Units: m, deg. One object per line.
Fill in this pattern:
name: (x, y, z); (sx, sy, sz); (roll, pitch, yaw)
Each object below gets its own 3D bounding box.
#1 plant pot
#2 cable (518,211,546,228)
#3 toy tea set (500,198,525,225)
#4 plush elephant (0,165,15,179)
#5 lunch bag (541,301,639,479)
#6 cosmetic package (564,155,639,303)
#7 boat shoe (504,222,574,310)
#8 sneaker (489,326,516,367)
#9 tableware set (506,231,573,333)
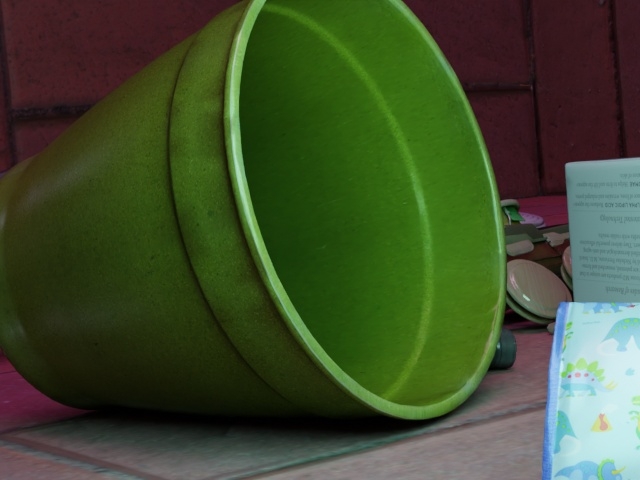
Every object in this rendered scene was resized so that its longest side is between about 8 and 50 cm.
plant pot: (-0.087, -0.002, 1.261); (0.353, 0.366, 0.366); (-17, -4, 35)
cable: (0.227, 0.006, 2.295); (0.257, 0.089, 0.257); (-8, 5, -42)
toy tea set: (0.167, 0.049, 1.864); (0.336, 0.124, 0.200); (-12, -22, -36)
plush elephant: (-0.273, 0.016, 1.818); (0.271, 0.255, 0.330); (-13, 10, 8)
lunch bag: (0.193, 0.109, 0.839); (0.128, 0.096, 0.151); (-4, 33, 17)
cosmetic package: (0.337, 0.009, 1.421); (0.151, 0.184, 0.151); (-6, 3, -21)
boat shoe: (0.268, 0.034, 1.785); (0.307, 0.104, 0.110); (-5, -6, -36)
sneaker: (0.120, 0.095, 1.401); (0.089, 0.051, 0.170); (-1, 6, -22)
tableware set: (0.269, 0.053, 1.673); (0.194, 0.128, 0.039); (-11, -38, -42)
